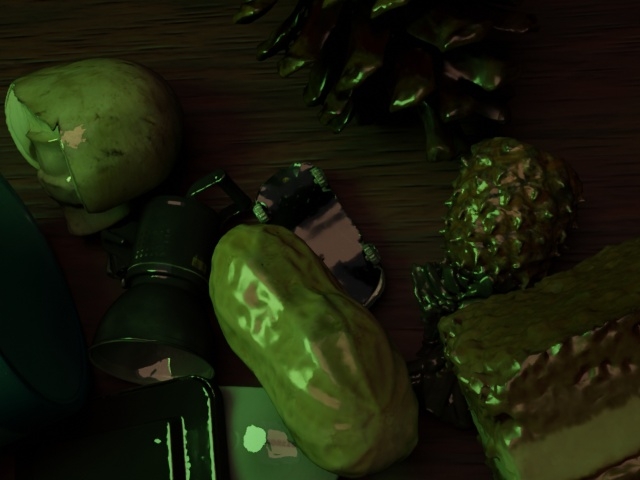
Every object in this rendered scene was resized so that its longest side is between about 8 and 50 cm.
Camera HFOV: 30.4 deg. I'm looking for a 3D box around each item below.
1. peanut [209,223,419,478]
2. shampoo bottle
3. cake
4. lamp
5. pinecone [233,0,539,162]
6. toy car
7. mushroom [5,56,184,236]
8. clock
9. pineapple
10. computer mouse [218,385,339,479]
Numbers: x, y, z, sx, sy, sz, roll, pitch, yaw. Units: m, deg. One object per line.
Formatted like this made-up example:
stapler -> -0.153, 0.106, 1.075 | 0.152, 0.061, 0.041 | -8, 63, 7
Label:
peanut -> -0.012, 0.105, 1.240 | 0.152, 0.152, 0.313 | -35, 61, -1
shampoo bottle -> -0.484, 0.107, 1.296 | 0.343, 0.331, 0.331 | -24, 67, 4
cake -> 0.286, 0.171, 1.109 | 0.282, 0.256, 0.290 | -25, 98, 2
lamp -> -0.184, 0.040, 1.368 | 0.172, 0.147, 0.227 | -6, 61, 24
pinecone -> 0.080, -0.253, 1.305 | 0.384, 0.384, 0.384 | -4, 70, 11
toy car -> 0.000, 0.000, 1.372 | 0.095, 0.056, 0.205 | -33, 71, -1
mushroom -> -0.254, -0.121, 1.412 | 0.189, 0.195, 0.254 | -25, 29, -17
clock -> -0.223, 0.302, 1.284 | 0.273, 0.049, 0.278 | -16, 69, 23
pineapple -> 0.182, 0.051, 1.277 | 0.170, 0.141, 0.310 | 23, 88, -6
computer mouse -> -0.082, 0.223, 1.300 | 0.231, 0.079, 0.128 | 0, 72, 16
